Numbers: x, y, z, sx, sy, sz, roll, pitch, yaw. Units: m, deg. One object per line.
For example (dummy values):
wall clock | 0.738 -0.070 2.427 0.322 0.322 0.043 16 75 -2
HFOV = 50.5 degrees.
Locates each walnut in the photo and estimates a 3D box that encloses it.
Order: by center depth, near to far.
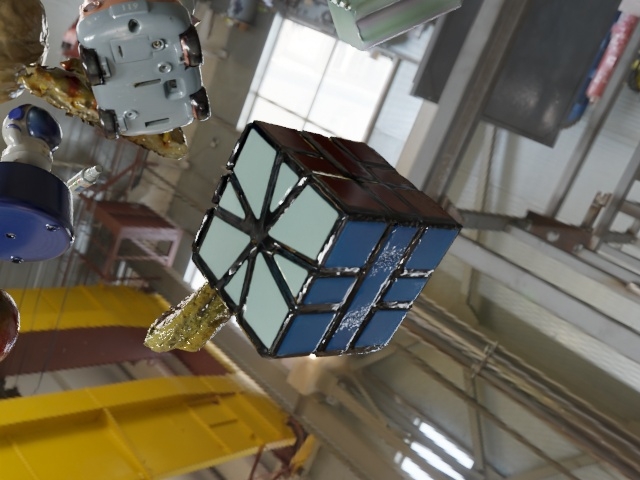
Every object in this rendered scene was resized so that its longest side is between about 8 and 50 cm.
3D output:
walnut | -0.873 -0.517 1.705 0.381 0.381 0.381 20 -165 -6

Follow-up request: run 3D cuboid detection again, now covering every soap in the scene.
soap | 0.206 -0.600 1.664 0.347 0.115 0.208 -27 -145 -7

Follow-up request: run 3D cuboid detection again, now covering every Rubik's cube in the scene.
Rubik's cube | 0.000 0.000 1.120 0.283 0.288 0.293 4 -145 -41

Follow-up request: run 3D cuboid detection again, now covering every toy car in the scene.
toy car | -0.295 -0.310 1.113 0.181 0.270 0.212 -14 -119 -11

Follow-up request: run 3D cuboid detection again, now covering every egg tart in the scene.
egg tart | -0.350 0.209 2.070 0.153 0.339 0.351 49 -166 -6

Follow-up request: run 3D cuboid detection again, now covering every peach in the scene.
peach | -0.801 0.196 1.582 0.190 0.192 0.190 12 -161 -4

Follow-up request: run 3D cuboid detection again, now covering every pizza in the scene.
pizza | -0.559 -0.381 1.741 0.440 0.130 0.406 46 -157 23

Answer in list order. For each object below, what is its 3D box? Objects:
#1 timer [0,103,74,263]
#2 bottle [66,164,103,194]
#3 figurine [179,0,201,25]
timer | -0.714 -0.168 1.637 0.270 0.270 0.383 14 -125 -27
bottle | -0.761 -0.202 2.203 0.060 0.060 0.217 10 161 -37
figurine | -0.426 -0.636 1.728 0.263 0.142 0.189 51 -138 -18
